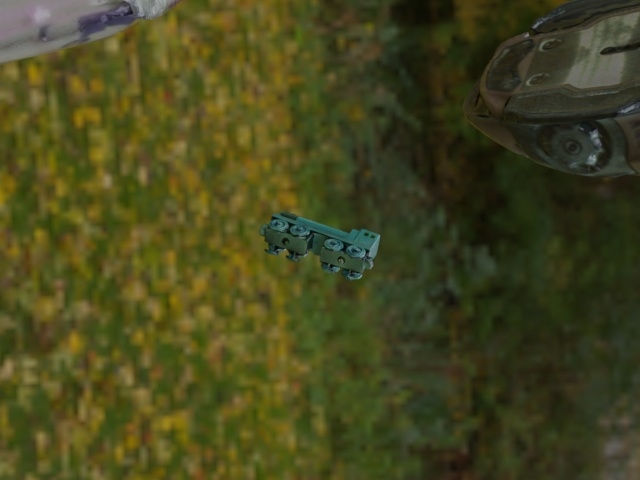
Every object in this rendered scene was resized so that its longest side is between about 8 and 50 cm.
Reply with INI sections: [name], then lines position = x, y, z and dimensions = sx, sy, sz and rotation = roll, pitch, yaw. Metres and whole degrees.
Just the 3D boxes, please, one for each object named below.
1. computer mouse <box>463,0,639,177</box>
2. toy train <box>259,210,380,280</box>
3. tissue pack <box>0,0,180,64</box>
[computer mouse]
position = 0.311, -0.133, 1.670
dimensions = 0.115, 0.389, 0.199
rotation = 64, 33, -35
[toy train]
position = 0.000, 0.000, 1.467
dimensions = 0.045, 0.092, 0.029
rotation = -54, 158, -51
[tissue pack]
position = -0.263, -0.161, 1.209
dimensions = 0.242, 0.343, 0.125
rotation = -81, 160, -79
